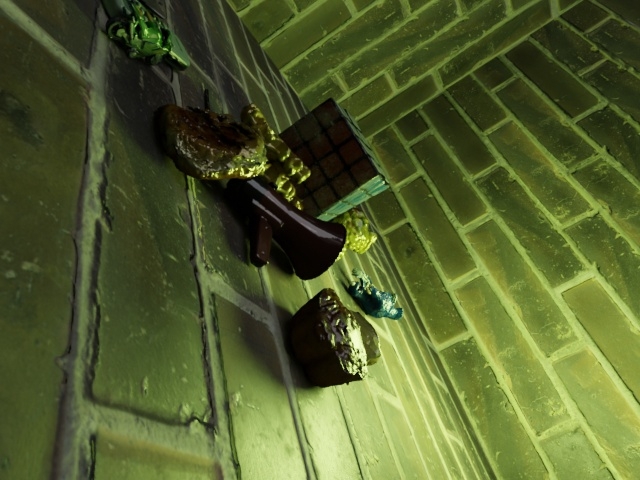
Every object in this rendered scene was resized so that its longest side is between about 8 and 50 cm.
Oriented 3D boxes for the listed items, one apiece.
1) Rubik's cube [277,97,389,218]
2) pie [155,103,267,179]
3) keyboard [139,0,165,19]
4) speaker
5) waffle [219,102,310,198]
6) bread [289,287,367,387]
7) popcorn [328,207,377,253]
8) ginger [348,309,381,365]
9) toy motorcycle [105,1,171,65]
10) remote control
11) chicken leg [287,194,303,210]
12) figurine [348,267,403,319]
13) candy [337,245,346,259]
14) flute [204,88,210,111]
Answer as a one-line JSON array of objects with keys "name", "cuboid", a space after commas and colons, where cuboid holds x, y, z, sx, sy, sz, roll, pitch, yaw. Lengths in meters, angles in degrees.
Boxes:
[{"name": "Rubik's cube", "cuboid": [0.026, -0.280, 1.853, 0.343, 0.344, 0.337, 62, 13, 5]}, {"name": "pie", "cuboid": [-0.252, -0.239, 1.155, 0.308, 0.085, 0.308, 22, 28, -13]}, {"name": "keyboard", "cuboid": [-0.493, -0.671, 1.397, 0.067, 0.011, 0.202, 32, 10, -39]}, {"name": "speaker", "cuboid": [-0.116, -0.013, 1.275, 0.329, 0.198, 0.259, 32, 64, -32]}, {"name": "waffle", "cuboid": [-0.171, -0.264, 1.426, 0.261, 0.151, 0.324, 45, 3, -34]}, {"name": "bread", "cuboid": [0.026, 0.236, 1.140, 0.232, 0.135, 0.247, 59, 13, 2]}, {"name": "popcorn", "cuboid": [0.126, -0.039, 2.065, 0.189, 0.169, 0.218, 41, 31, -35]}, {"name": "ginger", "cuboid": [0.105, 0.290, 1.442, 0.193, 0.115, 0.122, 57, -11, 28]}, {"name": "toy motorcycle", "cuboid": [-0.425, -0.490, 1.174, 0.074, 0.106, 0.190, 62, 12, 16]}, {"name": "remote control", "cuboid": [-0.467, -0.577, 1.324, 0.140, 0.056, 0.296, 65, 15, 19]}, {"name": "chicken leg", "cuboid": [-0.097, -0.125, 1.610, 0.101, 0.085, 0.207, 36, 0, 24]}, {"name": "figurine", "cuboid": [0.198, 0.227, 1.872, 0.262, 0.120, 0.164, 35, 14, -20]}, {"name": "candy", "cuboid": [0.000, 0.000, 1.681, 0.199, 0.094, 0.106, 36, 26, -43]}, {"name": "flute", "cuboid": [-0.344, -0.402, 1.480, 0.014, 0.014, 0.269, 48, 17, -40]}]
